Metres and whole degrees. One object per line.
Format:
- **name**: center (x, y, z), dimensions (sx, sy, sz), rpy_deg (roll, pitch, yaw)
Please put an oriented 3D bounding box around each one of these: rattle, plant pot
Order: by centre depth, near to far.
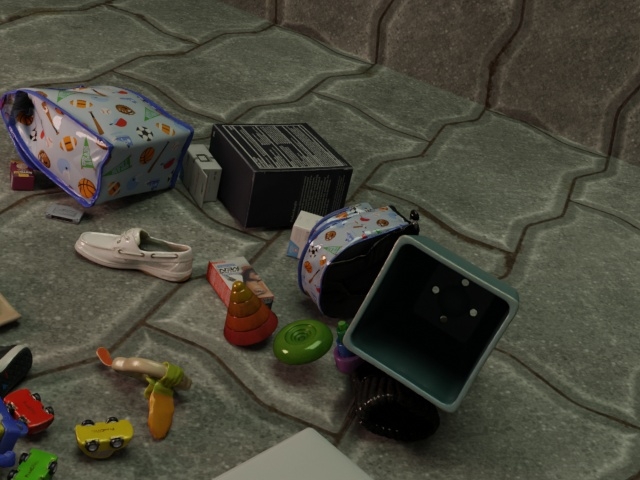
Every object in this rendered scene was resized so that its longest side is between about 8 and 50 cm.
- **rattle**: center (-0.355, 0.287, 1.735), dimensions (0.200, 0.142, 0.130), rpy_deg (7, -6, 19)
- **plant pot**: center (0.235, 0.136, 1.763), dimensions (0.248, 0.247, 0.252), rpy_deg (32, 17, 13)

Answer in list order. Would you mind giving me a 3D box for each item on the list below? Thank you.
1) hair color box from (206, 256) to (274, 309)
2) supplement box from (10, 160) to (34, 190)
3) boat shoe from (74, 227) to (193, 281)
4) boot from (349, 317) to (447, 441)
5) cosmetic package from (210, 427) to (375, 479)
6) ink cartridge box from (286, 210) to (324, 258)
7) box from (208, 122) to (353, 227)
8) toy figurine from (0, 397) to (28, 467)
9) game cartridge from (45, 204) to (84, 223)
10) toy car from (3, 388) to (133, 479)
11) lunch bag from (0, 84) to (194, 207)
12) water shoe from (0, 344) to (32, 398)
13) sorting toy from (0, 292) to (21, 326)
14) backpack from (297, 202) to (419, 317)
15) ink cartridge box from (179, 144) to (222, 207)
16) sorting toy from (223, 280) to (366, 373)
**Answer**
- **hair color box**: center (-0.186, 0.105, 2.091), dimensions (0.093, 0.053, 0.167), rpy_deg (-6, 36, -32)
- **supplement box**: center (-0.761, -0.165, 2.327), dimensions (0.055, 0.043, 0.083), rpy_deg (1, 33, -24)
- **boat shoe**: center (-0.426, 0.012, 2.107), dimensions (0.277, 0.096, 0.098), rpy_deg (13, 30, -1)
- **boot**: center (0.215, 0.285, 1.867), dimensions (0.348, 0.131, 0.260), rpy_deg (-1, 29, -14)
- **cosmetic package**: center (-0.067, 0.515, 1.160), dimensions (0.327, 0.329, 0.394), rpy_deg (33, 36, 33)
- **ink cartridge box**: center (0.000, 0.000, 2.306), dimensions (0.143, 0.092, 0.090), rpy_deg (17, 29, 3)
- **box**: center (-0.121, -0.182, 2.476), dimensions (0.294, 0.182, 0.296), rpy_deg (-3, 32, -29)
- **toy figurine**: center (-0.593, 0.312, 1.477), dimensions (0.217, 0.191, 0.362), rpy_deg (6, 21, -42)
- **game cartridge**: center (-0.626, -0.066, 2.241), dimensions (0.083, 0.017, 0.056), rpy_deg (13, 33, -1)
- **toy car**: center (-0.461, 0.361, 1.542), dimensions (0.239, 0.053, 0.225), rpy_deg (15, 30, 5)
- **lunch bag**: center (-0.591, -0.275, 2.372), dimensions (0.385, 0.238, 0.328), rpy_deg (36, 27, 19)
- **water shoe**: center (-0.613, 0.256, 1.662), dimensions (0.080, 0.072, 0.203), rpy_deg (1, 20, 24)
- **sorting toy**: center (-0.735, 0.129, 1.821), dimensions (0.208, 0.038, 0.193), rpy_deg (39, 37, 23)
- **backpack**: center (0.076, 0.048, 2.105), dimensions (0.263, 0.276, 0.213), rpy_deg (-20, 38, -35)
- **ink cartridge box**: center (-0.319, -0.173, 2.460), dimensions (0.060, 0.104, 0.180), rpy_deg (-4, 34, -29)
- **sorting toy**: center (-0.066, 0.162, 1.864), dimensions (0.366, 0.126, 0.127), rpy_deg (14, 42, 37)
